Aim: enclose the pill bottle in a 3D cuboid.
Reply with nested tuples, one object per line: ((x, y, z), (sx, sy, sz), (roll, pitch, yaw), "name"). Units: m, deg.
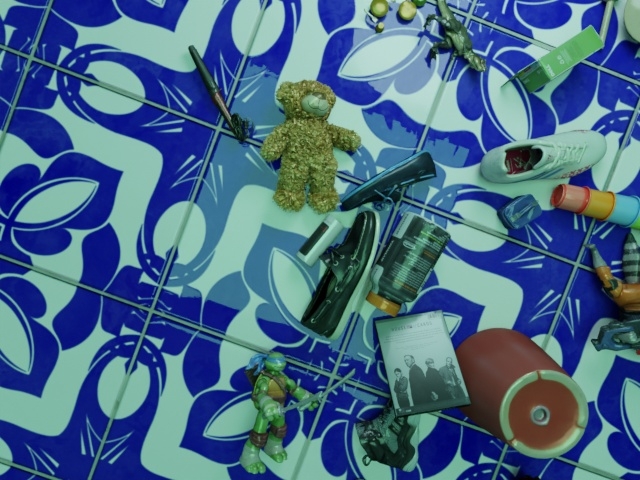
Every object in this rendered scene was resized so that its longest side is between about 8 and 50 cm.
((0.207, 0.063, 1.114), (0.131, 0.130, 0.245), (30, 90, -2), "pill bottle")

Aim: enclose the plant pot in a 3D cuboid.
((0.471, 0.366, 1.075), (0.275, 0.243, 0.274), (0, 92, -1), "plant pot")

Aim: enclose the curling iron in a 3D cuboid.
((-0.251, -0.369, 1.132), (0.068, 0.035, 0.274), (-32, 88, 37), "curling iron")

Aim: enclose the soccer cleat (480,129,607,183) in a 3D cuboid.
((0.567, -0.203, 1.109), (0.332, 0.143, 0.115), (-12, 92, -1), "soccer cleat")

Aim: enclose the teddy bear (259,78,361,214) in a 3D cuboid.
((-0.027, -0.228, 1.110), (0.245, 0.113, 0.337), (19, 91, -4), "teddy bear")

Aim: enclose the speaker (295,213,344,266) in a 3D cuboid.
((0.000, 0.000, 1.145), (0.055, 0.055, 0.136), (40, 91, -2), "speaker")

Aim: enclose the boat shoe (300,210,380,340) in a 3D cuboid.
((0.041, 0.075, 1.112), (0.113, 0.127, 0.339), (19, 101, -16), "boat shoe")

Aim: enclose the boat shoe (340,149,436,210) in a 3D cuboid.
((0.176, -0.133, 1.121), (0.258, 0.109, 0.089), (-29, 96, 2), "boat shoe")

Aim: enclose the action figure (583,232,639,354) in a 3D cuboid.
((0.844, 0.150, 1.117), (0.342, 0.178, 0.330), (-9, 97, 23), "action figure")

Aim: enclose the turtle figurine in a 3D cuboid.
((-0.077, 0.424, 1.087), (0.275, 0.198, 0.266), (14, 95, 2), "turtle figurine")

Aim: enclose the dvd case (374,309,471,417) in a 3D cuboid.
((0.245, 0.298, 1.112), (0.180, 0.029, 0.238), (-9, 58, -2), "dvd case")

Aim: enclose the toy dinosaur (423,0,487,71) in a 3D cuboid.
((0.320, -0.526, 1.135), (0.118, 0.064, 0.268), (-25, 92, -15), "toy dinosaur")

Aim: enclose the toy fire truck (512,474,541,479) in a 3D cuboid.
((0.541, 0.670, 1.139), (0.047, 0.192, 0.135), (-20, 64, -2), "toy fire truck")

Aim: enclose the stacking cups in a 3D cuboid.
((0.757, -0.086, 1.144), (0.317, 0.096, 0.095), (15, 91, -1), "stacking cups")

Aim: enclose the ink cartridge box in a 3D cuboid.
((0.569, -0.430, 1.119), (0.209, 0.109, 0.062), (-33, 92, 0), "ink cartridge box")

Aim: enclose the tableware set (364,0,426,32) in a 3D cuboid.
((0.192, -0.595, 1.149), (0.154, 0.024, 0.104), (-45, 96, -1), "tableware set")

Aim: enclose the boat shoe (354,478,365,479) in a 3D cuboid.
((0.064, 0.704, 1.153), (0.065, 0.083, 0.183), (40, 90, -2), "boat shoe")

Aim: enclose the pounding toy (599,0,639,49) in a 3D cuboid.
((0.837, -0.573, 1.140), (0.237, 0.110, 0.182), (6, 104, 27), "pounding toy")

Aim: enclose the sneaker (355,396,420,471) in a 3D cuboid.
((0.166, 0.449, 1.139), (0.153, 0.101, 0.268), (1, 93, -2), "sneaker")

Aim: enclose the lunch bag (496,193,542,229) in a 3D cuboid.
((0.511, -0.074, 1.150), (0.098, 0.065, 0.067), (-36, 92, 0), "lunch bag")
